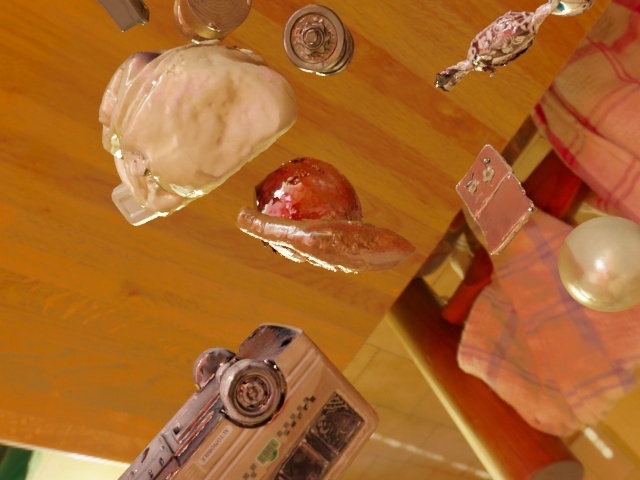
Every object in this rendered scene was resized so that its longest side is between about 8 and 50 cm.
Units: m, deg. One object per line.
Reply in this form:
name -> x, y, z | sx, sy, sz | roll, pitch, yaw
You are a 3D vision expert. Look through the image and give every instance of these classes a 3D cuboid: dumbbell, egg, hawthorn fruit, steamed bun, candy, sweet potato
dumbbell -> 0.002, -0.581, 1.677 | 0.179, 0.406, 0.179 | 2, 104, 7
egg -> 0.583, 0.047, 1.150 | 0.186, 0.253, 0.186 | 8, 108, 24
hawthorn fruit -> -0.045, -0.075, 1.536 | 0.316, 0.316, 0.316 | -9, 121, -15
steamed bun -> -0.194, -0.178, 0.823 | 0.320, 0.275, 0.206 | -30, 108, 31
candy -> 0.230, -0.257, 0.702 | 0.094, 0.051, 0.226 | 2, 154, -38
sweet potato -> 0.000, 0.000, 1.157 | 0.385, 0.109, 0.109 | 10, 120, 12

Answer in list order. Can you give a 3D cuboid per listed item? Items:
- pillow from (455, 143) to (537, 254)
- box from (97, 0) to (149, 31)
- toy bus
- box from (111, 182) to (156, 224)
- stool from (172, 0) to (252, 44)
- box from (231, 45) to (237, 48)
pillow -> 0.333, -0.082, 1.086 | 0.043, 0.232, 0.126 | 13, 125, -17
box -> -0.358, -0.427, 1.015 | 0.054, 0.074, 0.099 | -30, 129, 9
toy bus -> -0.090, 0.217, 0.493 | 0.157, 0.139, 0.289 | 46, 69, -13
box -> -0.462, -0.165, 1.674 | 0.312, 0.182, 0.175 | -19, 112, 36
stool -> -0.311, -0.656, 1.595 | 0.179, 0.264, 0.179 | -3, 98, -21
box -> -0.289, -0.492, 1.747 | 0.074, 0.240, 0.153 | -22, 103, -20
